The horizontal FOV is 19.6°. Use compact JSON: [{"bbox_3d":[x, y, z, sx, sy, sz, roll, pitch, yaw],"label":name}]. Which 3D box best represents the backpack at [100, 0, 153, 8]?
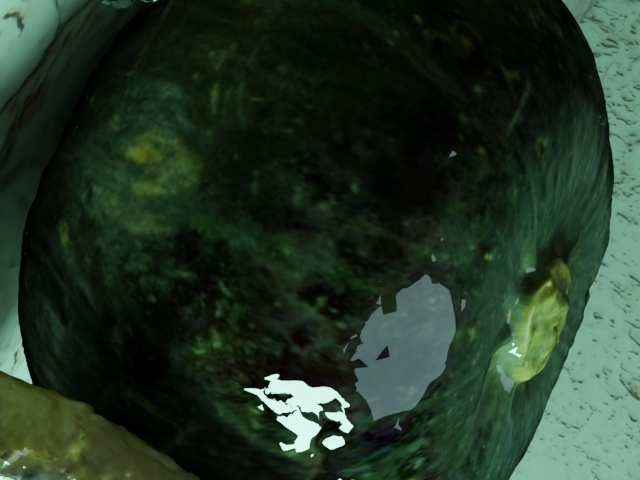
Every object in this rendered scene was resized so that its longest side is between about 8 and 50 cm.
[{"bbox_3d":[-0.108,-0.193,0.815,0.120,0.106,0.165,-56,149,-8],"label":"backpack"}]

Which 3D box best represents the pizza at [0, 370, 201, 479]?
[{"bbox_3d":[-0.121,0.210,1.142,0.435,0.392,0.080,104,4,-61],"label":"pizza"}]

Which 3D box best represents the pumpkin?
[{"bbox_3d":[0.000,0.000,1.234,0.454,0.344,0.454,-44,147,-40],"label":"pumpkin"}]
